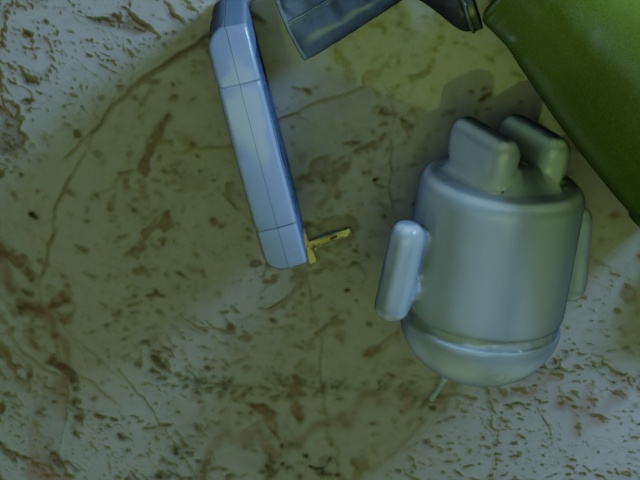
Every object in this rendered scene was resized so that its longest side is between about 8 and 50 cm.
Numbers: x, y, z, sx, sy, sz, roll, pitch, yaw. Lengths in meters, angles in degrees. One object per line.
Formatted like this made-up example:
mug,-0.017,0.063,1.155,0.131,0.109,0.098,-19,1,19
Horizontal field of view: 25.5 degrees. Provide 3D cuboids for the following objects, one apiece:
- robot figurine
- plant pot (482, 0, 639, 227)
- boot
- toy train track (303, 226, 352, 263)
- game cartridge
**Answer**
robot figurine,0.206,0.028,1.719,0.300,0.200,0.353,-3,114,-24
plant pot,0.381,-0.220,1.562,0.353,0.366,0.366,40,107,-2
boot,0.064,-0.270,1.631,0.209,0.189,0.076,-27,147,4
toy train track,0.000,0.000,1.811,0.083,0.014,0.048,-18,104,2
game cartridge,-0.075,-0.125,1.662,0.062,0.198,0.297,-12,111,6
